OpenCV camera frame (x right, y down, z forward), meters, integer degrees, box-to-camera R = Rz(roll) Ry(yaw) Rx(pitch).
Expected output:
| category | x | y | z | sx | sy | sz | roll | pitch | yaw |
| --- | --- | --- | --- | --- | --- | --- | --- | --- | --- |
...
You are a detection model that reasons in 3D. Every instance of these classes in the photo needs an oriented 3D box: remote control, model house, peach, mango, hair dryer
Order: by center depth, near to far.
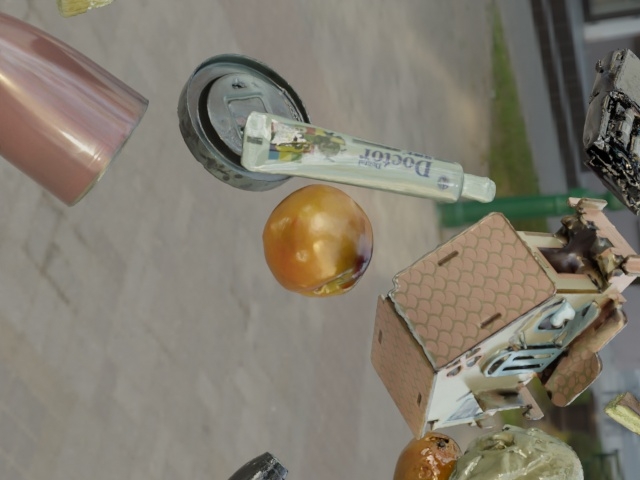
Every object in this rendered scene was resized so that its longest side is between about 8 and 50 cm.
| category | x | y | z | sx | sy | sz | roll | pitch | yaw |
| --- | --- | --- | --- | --- | --- | --- | --- | --- | --- |
| model house | 0.196 | 0.101 | 1.375 | 0.244 | 0.326 | 0.169 | 6 | 45 | -41 |
| peach | 0.000 | 0.000 | 1.442 | 0.138 | 0.138 | 0.138 | -6 | 90 | -73 |
| hair dryer | -0.066 | 0.423 | 1.635 | 0.195 | 0.219 | 0.075 | -48 | 168 | -11 |
| remote control | 0.447 | -0.176 | 1.742 | 0.144 | 0.062 | 0.399 | 44 | 32 | -9 |
| mango | 0.204 | 0.464 | 2.146 | 0.156 | 0.151 | 0.249 | -112 | -171 | -71 |

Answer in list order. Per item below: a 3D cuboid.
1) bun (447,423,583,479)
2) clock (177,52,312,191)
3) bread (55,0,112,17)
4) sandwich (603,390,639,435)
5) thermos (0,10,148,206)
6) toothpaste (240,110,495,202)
| category | x | y | z | sx | sy | sz | roll | pitch | yaw |
| --- | --- | --- | --- | --- | --- | --- | --- | --- | --- |
| bun | 0.316 | 0.387 | 1.984 | 0.239 | 0.239 | 0.141 | -49 | 122 | -67 |
| clock | -0.109 | -0.172 | 1.755 | 0.214 | 0.042 | 0.215 | 17 | 57 | -28 |
| bread | -0.190 | -0.305 | 1.234 | 0.036 | 0.192 | 0.112 | 58 | -16 | 23 |
| sandwich | 0.389 | 0.214 | 1.525 | 0.083 | 0.031 | 0.044 | 36 | 30 | -36 |
| thermos | -0.336 | -0.157 | 1.258 | 0.176 | 0.265 | 0.146 | -58 | -163 | -9 |
| toothpaste | 0.049 | -0.071 | 1.153 | 0.037 | 0.255 | 0.067 | 122 | -23 | -59 |
